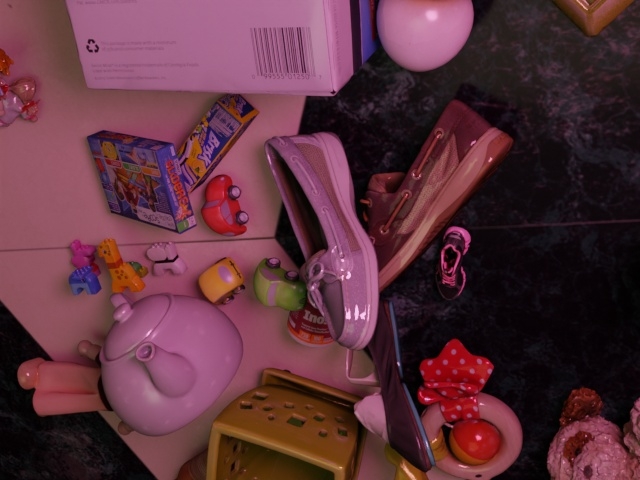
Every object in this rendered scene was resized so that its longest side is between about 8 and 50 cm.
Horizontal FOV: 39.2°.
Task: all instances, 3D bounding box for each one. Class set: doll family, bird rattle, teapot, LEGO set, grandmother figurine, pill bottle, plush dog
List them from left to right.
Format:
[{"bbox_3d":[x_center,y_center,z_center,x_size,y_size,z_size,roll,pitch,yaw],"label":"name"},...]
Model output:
[{"bbox_3d":[-0.554,-0.275,1.395,0.163,0.118,0.263,-27,104,32],"label":"doll family"},{"bbox_3d":[-0.385,0.279,1.651,0.342,0.104,0.208,-5,129,28],"label":"grandmother figurine"},{"bbox_3d":[-0.350,0.032,1.503,0.227,0.087,0.093,-4,116,23],"label":"LEGO set"},{"bbox_3d":[-0.262,0.171,1.438,0.256,0.252,0.187,-24,116,35],"label":"teapot"},{"bbox_3d":[0.002,0.084,1.384,0.086,0.086,0.152,20,124,11],"label":"pill bottle"},{"bbox_3d":[0.219,0.288,1.416,0.207,0.143,0.253,26,112,-6],"label":"bird rattle"},{"bbox_3d":[0.442,0.332,1.311,0.225,0.210,0.262,9,93,34],"label":"plush dog"}]

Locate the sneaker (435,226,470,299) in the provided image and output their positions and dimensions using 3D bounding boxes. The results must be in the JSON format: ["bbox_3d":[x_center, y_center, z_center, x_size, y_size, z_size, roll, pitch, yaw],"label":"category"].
[{"bbox_3d":[0.186,0.041,1.301,0.047,0.057,0.119,10,122,15],"label":"sneaker"}]

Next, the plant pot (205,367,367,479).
[{"bbox_3d":[-0.043,0.353,1.481,0.227,0.207,0.228,16,123,14],"label":"plant pot"}]

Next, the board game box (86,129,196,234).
[{"bbox_3d":[-0.277,-0.092,1.383,0.201,0.035,0.136,16,126,45],"label":"board game box"}]

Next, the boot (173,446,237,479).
[{"bbox_3d":[-0.162,0.527,1.687,0.283,0.109,0.220,41,124,-1],"label":"boot"}]

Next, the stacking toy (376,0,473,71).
[{"bbox_3d":[0.132,-0.390,0.964,0.350,0.351,0.480,22,138,10],"label":"stacking toy"}]

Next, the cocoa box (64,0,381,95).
[{"bbox_3d":[-0.113,-0.326,1.114,0.347,0.228,0.231,4,119,21],"label":"cocoa box"}]

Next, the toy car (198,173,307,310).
[{"bbox_3d":[-0.113,0.042,1.380,0.225,0.053,0.239,32,129,34],"label":"toy car"}]

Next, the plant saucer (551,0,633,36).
[{"bbox_3d":[0.314,-0.354,1.032,0.188,0.045,0.188,42,125,-4],"label":"plant saucer"}]

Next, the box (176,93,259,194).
[{"bbox_3d":[-0.165,-0.144,1.342,0.054,0.059,0.169,44,125,-2],"label":"box"}]

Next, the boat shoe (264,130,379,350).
[{"bbox_3d":[0.001,-0.002,1.223,0.118,0.103,0.320,130,132,-61],"label":"boat shoe"}]

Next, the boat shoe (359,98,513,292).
[{"bbox_3d":[0.118,-0.048,1.251,0.123,0.123,0.342,43,124,9],"label":"boat shoe"}]

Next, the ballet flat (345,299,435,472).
[{"bbox_3d":[0.092,0.218,1.327,0.096,0.280,0.095,-15,143,3],"label":"ballet flat"}]
